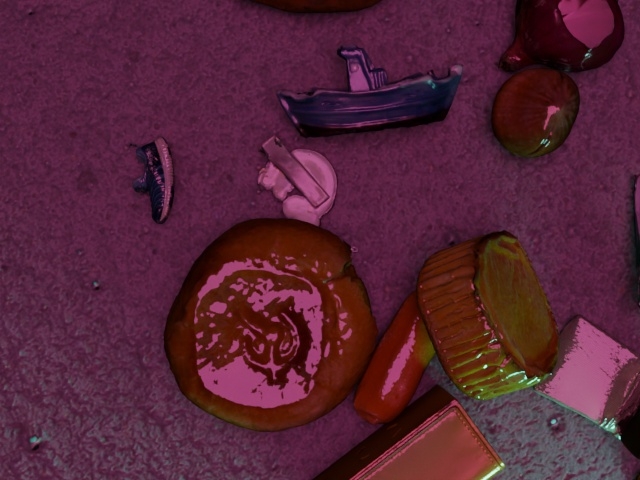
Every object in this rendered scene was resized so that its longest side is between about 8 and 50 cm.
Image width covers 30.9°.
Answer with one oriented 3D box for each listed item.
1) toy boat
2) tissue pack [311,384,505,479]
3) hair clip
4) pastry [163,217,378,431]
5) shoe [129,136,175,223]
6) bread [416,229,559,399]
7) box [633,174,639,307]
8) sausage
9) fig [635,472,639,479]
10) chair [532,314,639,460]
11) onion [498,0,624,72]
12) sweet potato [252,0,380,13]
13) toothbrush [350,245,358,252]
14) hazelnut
[{"bbox_3d":[0.082,-0.250,1.885,0.309,0.129,0.142,-8,103,-3],"label":"toy boat"},{"bbox_3d":[0.133,0.373,1.835,0.274,0.194,0.145,-38,89,-2],"label":"tissue pack"},{"bbox_3d":[-0.035,-0.100,1.920,0.116,0.049,0.172,-41,94,2],"label":"hair clip"},{"bbox_3d":[-0.080,0.134,1.856,0.356,0.164,0.356,0,92,-7],"label":"pastry"},{"bbox_3d":[-0.274,-0.097,1.905,0.071,0.064,0.143,-7,86,-3],"label":"shoe"},{"bbox_3d":[0.266,0.119,1.839,0.142,0.227,0.253,-19,95,31],"label":"bread"},{"bbox_3d":[0.686,-0.013,1.880,0.336,0.106,0.264,3,73,-1],"label":"box"},{"bbox_3d":[0.133,0.192,1.891,0.098,0.098,0.238,30,86,-1],"label":"sausage"},{"bbox_3d":[0.537,0.415,1.921,0.050,0.050,0.083,35,101,0],"label":"fig"},{"bbox_3d":[0.522,0.263,1.859,0.319,0.186,0.160,32,93,-3],"label":"chair"},{"bbox_3d":[0.384,-0.350,1.904,0.218,0.140,0.195,-34,96,1],"label":"onion"},{"bbox_3d":[-0.002,-0.426,1.903,0.359,0.112,0.112,-5,88,-5],"label":"sweet potato"},{"bbox_3d":[0.000,0.000,1.934,0.131,0.013,0.011,16,98,-2],"label":"toothbrush"},{"bbox_3d":[0.359,-0.206,1.887,0.150,0.150,0.150,0,88,-2],"label":"hazelnut"}]
